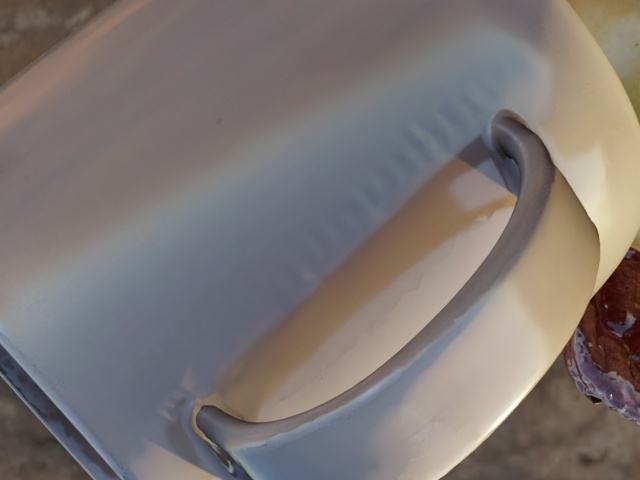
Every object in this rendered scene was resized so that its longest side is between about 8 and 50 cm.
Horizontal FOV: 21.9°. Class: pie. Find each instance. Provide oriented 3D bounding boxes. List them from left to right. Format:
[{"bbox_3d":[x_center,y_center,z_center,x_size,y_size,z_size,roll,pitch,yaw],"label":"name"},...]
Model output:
[{"bbox_3d":[0.199,0.050,0.961,0.153,0.154,0.038,23,144,-15],"label":"pie"}]

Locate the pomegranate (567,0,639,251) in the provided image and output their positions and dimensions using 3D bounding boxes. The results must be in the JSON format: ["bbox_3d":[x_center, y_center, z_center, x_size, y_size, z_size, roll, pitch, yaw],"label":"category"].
[{"bbox_3d":[0.186,-0.078,0.838,0.191,0.191,0.191,4,135,4],"label":"pomegranate"}]

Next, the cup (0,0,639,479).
[{"bbox_3d":[0.000,0.000,0.525,0.200,0.253,0.191,-42,112,-12],"label":"cup"}]
